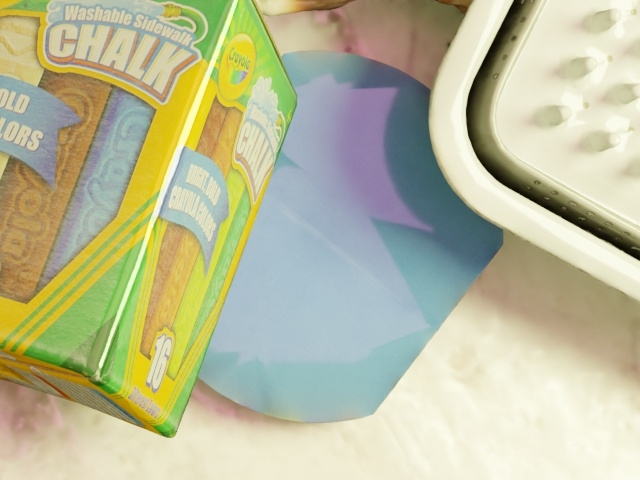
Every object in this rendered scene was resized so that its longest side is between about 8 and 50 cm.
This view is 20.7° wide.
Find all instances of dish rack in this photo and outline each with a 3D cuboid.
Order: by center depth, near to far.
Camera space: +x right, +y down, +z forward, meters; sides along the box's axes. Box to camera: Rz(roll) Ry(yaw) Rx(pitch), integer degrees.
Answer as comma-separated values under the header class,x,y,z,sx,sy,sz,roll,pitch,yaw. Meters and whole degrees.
class,x,y,z,sx,sy,sz,roll,pitch,yaw
dish rack,0.233,-0.080,0.803,0.333,0.072,0.285,28,87,-9

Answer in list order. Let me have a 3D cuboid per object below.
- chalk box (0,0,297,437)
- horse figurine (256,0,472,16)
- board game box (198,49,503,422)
class,x,y,z,sx,sy,sz,roll,pitch,yaw
chalk box,-0.095,-0.046,0.725,0.132,0.132,0.213,17,78,14
horse figurine,0.051,-0.188,0.831,0.175,0.066,0.263,8,82,-6
board game box,0.000,0.000,0.807,0.133,0.033,0.168,38,83,-5
